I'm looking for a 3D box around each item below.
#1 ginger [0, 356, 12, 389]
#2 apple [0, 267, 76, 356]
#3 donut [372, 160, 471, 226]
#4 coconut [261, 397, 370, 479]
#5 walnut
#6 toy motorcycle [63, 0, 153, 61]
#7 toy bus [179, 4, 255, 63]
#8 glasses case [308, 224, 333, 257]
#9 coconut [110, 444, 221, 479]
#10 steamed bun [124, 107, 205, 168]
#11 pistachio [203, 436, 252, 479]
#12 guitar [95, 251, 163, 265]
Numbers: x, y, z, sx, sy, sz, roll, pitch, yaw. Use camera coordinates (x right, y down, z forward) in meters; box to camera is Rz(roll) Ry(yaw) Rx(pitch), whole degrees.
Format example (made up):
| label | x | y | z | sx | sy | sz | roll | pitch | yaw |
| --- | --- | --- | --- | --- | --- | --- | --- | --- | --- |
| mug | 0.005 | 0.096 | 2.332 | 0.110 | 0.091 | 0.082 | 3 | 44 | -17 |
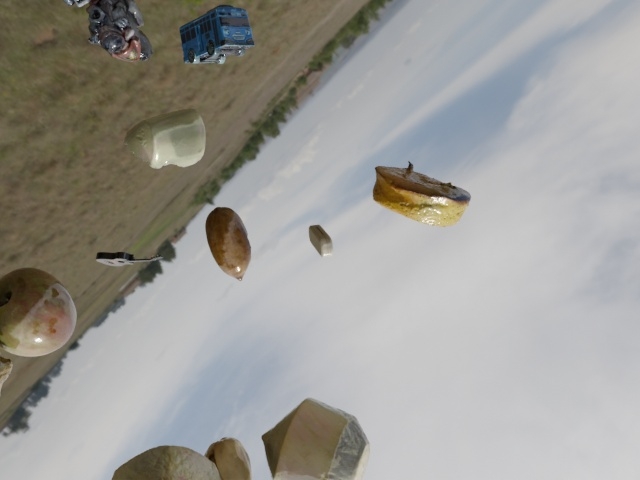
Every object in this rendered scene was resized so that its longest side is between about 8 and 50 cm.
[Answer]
| label | x | y | z | sx | sy | sz | roll | pitch | yaw |
| --- | --- | --- | --- | --- | --- | --- | --- | --- | --- |
| ginger | -1.022 | 0.328 | 1.411 | 0.166 | 0.376 | 0.236 | 32 | -85 | 45 |
| apple | -0.866 | 0.218 | 1.629 | 0.257 | 0.234 | 0.256 | -18 | -127 | 25 |
| donut | 0.245 | -0.117 | 1.336 | 0.253 | 0.254 | 0.118 | -93 | -158 | -75 |
| coconut | -0.026 | 0.622 | 1.589 | 0.329 | 0.329 | 0.328 | -44 | -168 | 11 |
| walnut | -0.235 | 0.010 | 1.402 | 0.116 | 0.207 | 0.116 | -16 | -167 | 4 |
| toy motorcycle | -0.573 | -0.606 | 1.360 | 0.134 | 0.400 | 0.207 | -21 | -142 | 14 |
| toy bus | -0.239 | -0.465 | 1.231 | 0.090 | 0.106 | 0.185 | -16 | -167 | -41 |
| glasses case | 0.000 | 0.000 | 2.049 | 0.050 | 0.083 | 0.196 | -8 | -157 | -14 |
| coconut | -0.346 | 0.579 | 1.199 | 0.259 | 0.259 | 0.259 | -44 | -168 | 11 |
| steamed bun | -0.478 | -0.305 | 1.690 | 0.226 | 0.170 | 0.200 | -24 | -169 | -35 |
| pistachio | -0.281 | 0.723 | 1.671 | 0.158 | 0.229 | 0.157 | -19 | 150 | -11 |
| guitar | -0.576 | 0.054 | 1.645 | 0.234 | 0.088 | 0.025 | -5 | -110 | 23 |
